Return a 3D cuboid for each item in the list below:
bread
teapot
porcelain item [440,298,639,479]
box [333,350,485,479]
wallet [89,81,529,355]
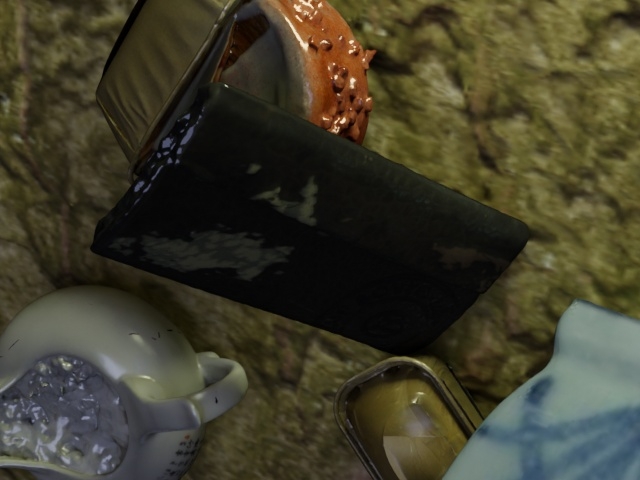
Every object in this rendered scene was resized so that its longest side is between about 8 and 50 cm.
[{"bbox_3d":[-0.069,-0.114,1.085,0.212,0.142,0.224,46,119,22],"label":"bread"},{"bbox_3d":[-0.193,0.141,1.224,0.299,0.166,0.208,-13,90,36],"label":"teapot"},{"bbox_3d":[0.173,0.258,0.989,0.242,0.178,0.405,20,82,38],"label":"porcelain item"},{"bbox_3d":[0.090,0.174,1.137,0.111,0.111,0.177,-31,96,28],"label":"box"},{"bbox_3d":[0.000,0.000,1.037,0.170,0.321,0.044,-46,42,28],"label":"wallet"}]
